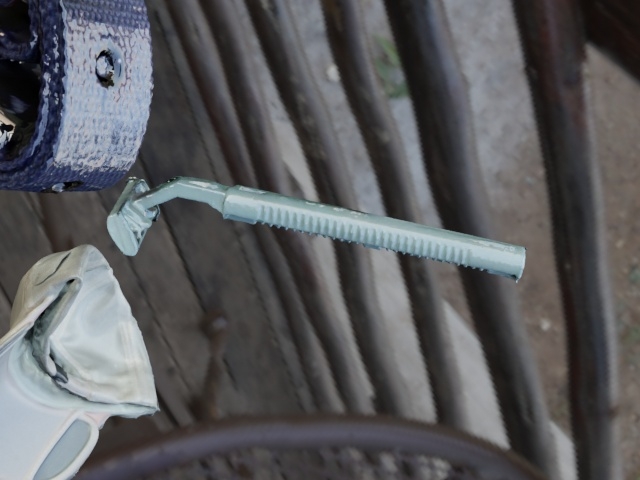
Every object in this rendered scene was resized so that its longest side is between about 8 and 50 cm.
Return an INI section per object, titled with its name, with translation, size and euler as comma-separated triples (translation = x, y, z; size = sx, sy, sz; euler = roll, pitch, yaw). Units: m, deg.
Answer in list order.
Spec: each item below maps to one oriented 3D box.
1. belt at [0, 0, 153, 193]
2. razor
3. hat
[belt]
translation = -0.193, -0.145, 0.961
size = 0.140, 0.230, 0.126
euler = -16, 175, 30
[razor]
translation = 0.002, -0.007, 0.718
size = 0.211, 0.084, 0.035
euler = 6, 105, -3
[hat]
translation = -0.281, 0.123, 1.387
size = 0.226, 0.164, 0.219
euler = -27, 132, -10
